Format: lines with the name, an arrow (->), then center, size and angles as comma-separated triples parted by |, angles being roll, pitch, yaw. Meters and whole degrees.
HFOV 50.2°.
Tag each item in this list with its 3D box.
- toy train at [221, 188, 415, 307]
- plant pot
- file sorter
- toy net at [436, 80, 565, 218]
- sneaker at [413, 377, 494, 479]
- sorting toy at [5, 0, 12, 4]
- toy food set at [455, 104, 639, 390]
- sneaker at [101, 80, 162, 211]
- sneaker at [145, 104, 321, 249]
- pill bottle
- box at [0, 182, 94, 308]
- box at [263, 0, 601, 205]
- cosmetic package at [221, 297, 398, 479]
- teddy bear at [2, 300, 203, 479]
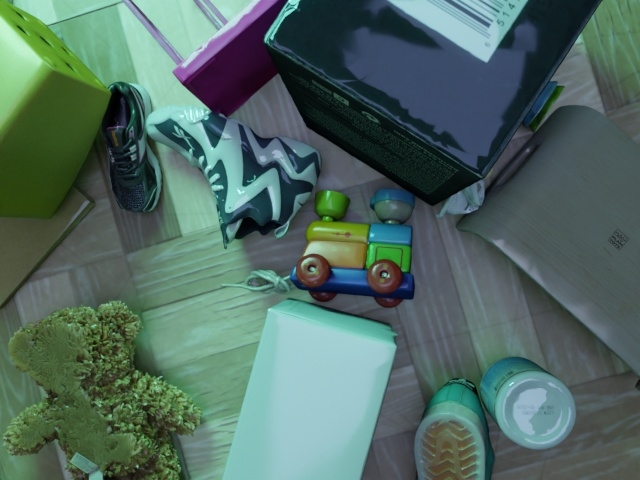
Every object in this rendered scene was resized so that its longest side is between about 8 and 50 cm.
toy train -> 0.000, 0.000, 0.877 | 0.248, 0.105, 0.143 | 4, 74, 11
plant pot -> -0.382, -0.166, 0.805 | 0.187, 0.212, 0.212 | -45, 83, 8
file sorter -> -0.086, -0.324, 0.826 | 0.291, 0.202, 0.182 | -40, 86, 2
toy net -> 0.224, -0.114, 0.832 | 0.045, 0.122, 0.232 | 35, 84, 7
sneaker -> 0.169, 0.315, 0.855 | 0.108, 0.121, 0.302 | 9, 112, 19
sorting toy -> -0.555, -0.352, 0.912 | 0.256, 0.089, 0.256 | 6, 90, 4
toy food set -> 0.353, 0.005, 0.861 | 0.306, 0.092, 0.219 | 42, 80, 2
sneaker -> -0.259, -0.124, 0.897 | 0.072, 0.077, 0.178 | -10, 89, 5
sneaker -> -0.129, -0.072, 0.870 | 0.235, 0.094, 0.152 | 19, 78, -2
pill bottle -> 0.240, 0.187, 0.819 | 0.087, 0.160, 0.087 | 0, 90, 4
box -> -0.434, -0.031, 0.935 | 0.164, 0.021, 0.201 | 42, 92, 3
box -> 0.130, -0.220, 0.713 | 0.212, 0.395, 0.293 | 33, 91, 4
cosmetic package -> -0.026, 0.265, 0.819 | 0.155, 0.197, 0.365 | 14, 89, 5
teddy bear -> -0.276, 0.243, 0.892 | 0.245, 0.113, 0.338 | -33, 95, 10
